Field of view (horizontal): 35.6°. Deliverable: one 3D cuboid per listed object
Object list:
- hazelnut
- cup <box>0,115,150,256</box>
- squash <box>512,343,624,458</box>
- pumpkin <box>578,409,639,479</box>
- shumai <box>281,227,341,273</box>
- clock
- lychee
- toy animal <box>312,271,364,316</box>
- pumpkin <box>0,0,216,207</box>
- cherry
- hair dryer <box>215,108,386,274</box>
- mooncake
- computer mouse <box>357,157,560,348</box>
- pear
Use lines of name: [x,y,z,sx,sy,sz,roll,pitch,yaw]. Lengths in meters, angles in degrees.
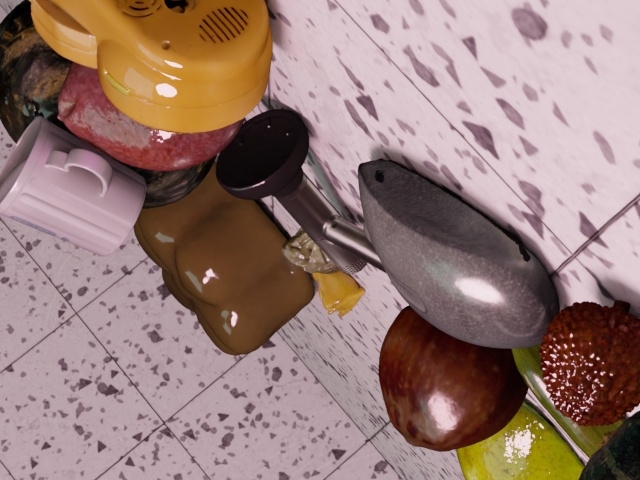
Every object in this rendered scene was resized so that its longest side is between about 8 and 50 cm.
hazelnut: [0.171,0.184,1.378,0.218,0.218,0.234,51,171,-2]
cup: [-0.389,-0.073,1.566,0.202,0.167,0.221,28,-176,-26]
squash: [0.321,0.209,1.224,0.258,0.069,0.069,50,168,7]
pumpkin: [0.337,0.240,0.974,0.146,0.190,0.190,40,167,7]
shumai: [0.000,-0.001,1.793,0.099,0.123,0.087,-114,36,-50]
clock: [-0.204,-0.287,1.284,0.317,0.244,0.200,44,151,17]
lychee: [0.280,0.123,0.994,0.123,0.123,0.129,-163,71,-70]
toy animal: [0.019,0.067,1.971,0.070,0.083,0.159,19,-148,-55]
pumpkin: [-0.393,-0.253,1.811,0.454,0.344,0.454,38,167,10]
cherry: [-0.245,-0.227,1.501,0.221,0.307,0.261,43,-151,-79]
hair dryer: [0.037,-0.052,1.529,0.284,0.156,0.320,1,146,49]
mooncake: [-0.233,0.042,2.336,0.467,0.262,0.467,50,167,16]
computer mouse: [0.136,0.021,1.229,0.374,0.114,0.203,37,163,53]
pear: [0.307,0.346,1.572,0.288,0.139,0.239,40,156,38]
